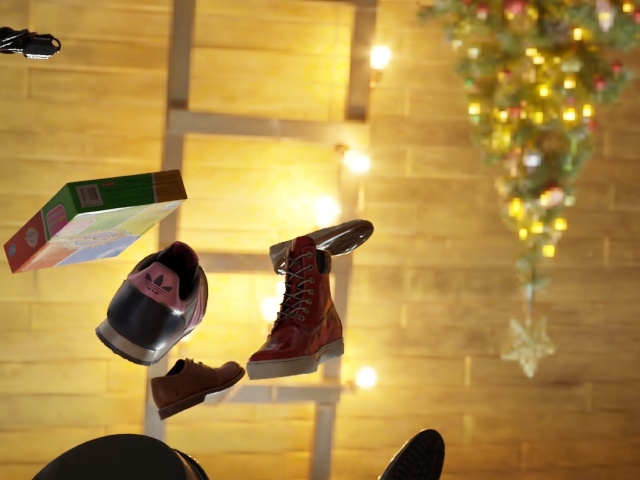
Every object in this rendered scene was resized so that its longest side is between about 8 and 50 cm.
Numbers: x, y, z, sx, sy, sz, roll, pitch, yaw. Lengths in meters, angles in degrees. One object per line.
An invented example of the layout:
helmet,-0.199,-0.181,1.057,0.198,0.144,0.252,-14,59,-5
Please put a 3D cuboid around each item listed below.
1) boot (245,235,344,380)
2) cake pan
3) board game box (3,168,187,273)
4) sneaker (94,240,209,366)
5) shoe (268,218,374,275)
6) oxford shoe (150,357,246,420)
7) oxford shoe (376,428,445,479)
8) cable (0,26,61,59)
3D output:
boot,-0.040,0.088,1.673,0.088,0.176,0.244,-4,-174,20
cake pan,-0.284,0.367,1.644,0.293,0.054,0.293,-11,-141,9
board game box,-0.434,-0.035,2.397,0.242,0.064,0.316,-10,165,-38
sneaker,-0.185,0.054,1.612,0.112,0.131,0.319,31,-164,-4
shoe,0.000,0.000,2.486,0.219,0.058,0.077,-22,145,-7
oxford shoe,-0.185,0.210,1.927,0.076,0.076,0.212,-28,175,28
oxford shoe,0.093,0.359,1.770,0.083,0.227,0.096,40,168,-24
cable,-0.486,-0.297,1.851,0.150,0.047,0.184,11,-168,30
